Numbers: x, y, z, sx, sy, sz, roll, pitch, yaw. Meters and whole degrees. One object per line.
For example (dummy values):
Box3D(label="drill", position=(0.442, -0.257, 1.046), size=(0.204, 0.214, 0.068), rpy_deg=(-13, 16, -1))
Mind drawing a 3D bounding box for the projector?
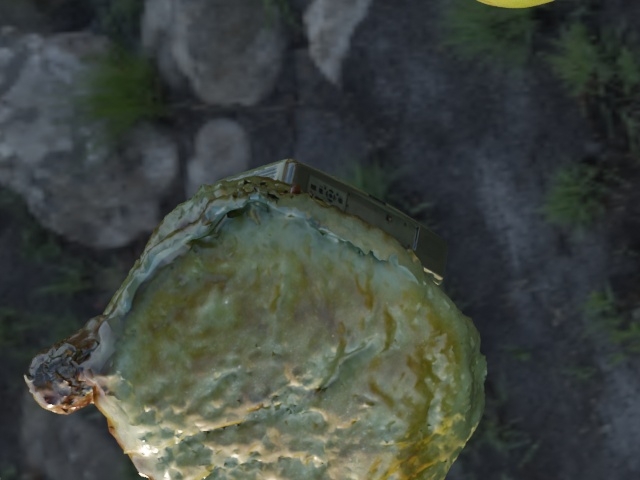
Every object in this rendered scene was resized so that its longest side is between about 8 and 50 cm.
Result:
Box3D(label="projector", position=(0.000, 0.000, 1.899), size=(0.193, 0.269, 0.088), rpy_deg=(-14, 58, 48))

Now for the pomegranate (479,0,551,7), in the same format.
Box3D(label="pomegranate", position=(0.142, -0.261, 1.120), size=(0.210, 0.179, 0.179), rpy_deg=(103, 147, -75))

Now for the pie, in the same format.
Box3D(label="pie", position=(-0.033, 0.151, 1.593), size=(0.418, 0.180, 0.395), rpy_deg=(44, 102, -6))
